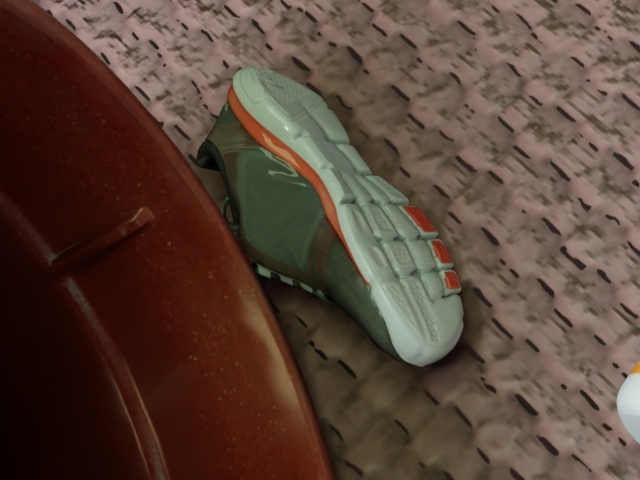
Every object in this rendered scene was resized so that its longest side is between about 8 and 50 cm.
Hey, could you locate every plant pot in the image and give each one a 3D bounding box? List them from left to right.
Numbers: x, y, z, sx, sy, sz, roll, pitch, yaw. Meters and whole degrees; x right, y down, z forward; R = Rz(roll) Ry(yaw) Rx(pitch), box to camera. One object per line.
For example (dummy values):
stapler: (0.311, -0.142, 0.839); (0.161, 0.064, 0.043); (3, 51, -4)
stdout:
plant pot: (-0.174, 0.087, 0.589); (0.265, 0.272, 0.272); (-29, 57, 17)

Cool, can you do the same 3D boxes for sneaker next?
sneaker: (0.000, 0.000, 0.691); (0.065, 0.061, 0.158); (-50, 53, 24)

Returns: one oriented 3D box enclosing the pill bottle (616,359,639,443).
pill bottle: (0.178, 0.022, 0.582); (0.086, 0.086, 0.152); (33, 79, 31)
